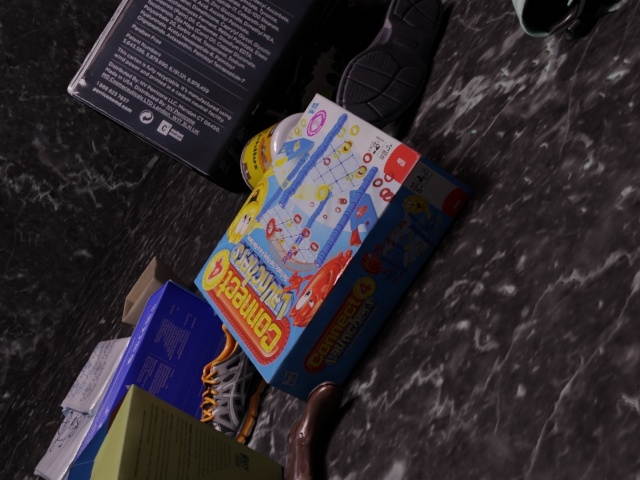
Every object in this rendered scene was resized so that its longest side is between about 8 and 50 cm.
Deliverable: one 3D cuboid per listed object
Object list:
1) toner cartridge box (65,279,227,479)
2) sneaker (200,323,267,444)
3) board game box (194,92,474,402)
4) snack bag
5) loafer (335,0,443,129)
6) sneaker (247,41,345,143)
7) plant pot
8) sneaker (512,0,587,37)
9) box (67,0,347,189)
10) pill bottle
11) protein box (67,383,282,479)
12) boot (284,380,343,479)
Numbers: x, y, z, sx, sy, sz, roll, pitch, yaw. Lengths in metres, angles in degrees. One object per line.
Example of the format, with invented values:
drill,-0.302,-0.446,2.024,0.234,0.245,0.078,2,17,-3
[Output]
toner cartridge box,-0.211,0.240,1.434,0.075,0.165,0.348,-36,27,50
sneaker,-0.123,0.200,1.400,0.084,0.083,0.215,-28,35,56
board game box,0.000,0.000,1.289,0.302,0.086,0.308,-56,30,4
snack bag,-0.512,0.363,2.272,0.342,0.037,0.323,-63,18,-16
loafer,0.101,-0.245,1.556,0.302,0.109,0.095,-62,-3,-33
sneaker,-0.040,-0.225,1.921,0.279,0.107,0.118,-57,1,-14
plant pot,-0.305,0.115,2.025,0.109,0.096,0.109,-54,17,14
sneaker,0.294,-0.328,1.131,0.256,0.094,0.151,-59,8,31
box,-0.183,-0.370,1.996,0.472,0.297,0.480,-60,-1,0
pill bottle,-0.042,-0.135,1.691,0.117,0.117,0.215,-63,18,-16
protein box,-0.156,0.296,1.119,0.136,0.201,0.200,-53,18,17
boot,-0.009,0.219,1.125,0.114,0.037,0.106,-80,14,-57
